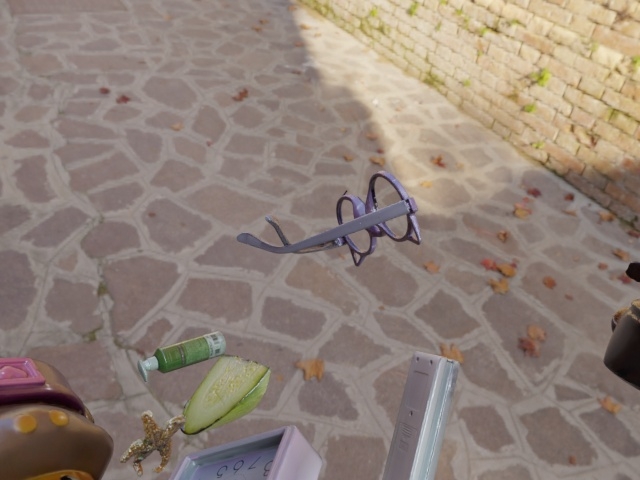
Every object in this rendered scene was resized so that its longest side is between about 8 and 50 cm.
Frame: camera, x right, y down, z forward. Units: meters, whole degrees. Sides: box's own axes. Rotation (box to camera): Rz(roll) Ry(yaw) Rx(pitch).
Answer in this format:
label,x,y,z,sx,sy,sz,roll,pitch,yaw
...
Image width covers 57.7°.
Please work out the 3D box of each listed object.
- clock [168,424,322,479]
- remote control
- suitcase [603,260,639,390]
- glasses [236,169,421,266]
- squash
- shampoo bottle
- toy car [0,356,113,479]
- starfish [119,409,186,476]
label,x,y,z,sx,sy,sz,roll,pitch,yaw
clock,-0.107,0.305,0.677,0.197,0.063,0.150,-24,20,26
remote control,0.186,0.351,1.083,0.056,0.277,0.103,19,-10,-17
suitcase,0.459,0.109,0.533,0.339,0.188,0.345,29,20,37
glasses,0.000,0.000,0.432,0.104,0.140,0.062,-22,88,-22
squash,-0.270,0.416,1.556,0.155,0.204,0.237,9,-6,-40
shampoo bottle,-0.320,0.266,1.342,0.205,0.065,0.065,-12,41,-37
toy car,-0.334,0.293,0.553,0.240,0.340,0.271,41,15,30
starfish,-0.358,0.421,1.233,0.150,0.209,0.053,-28,52,-30
